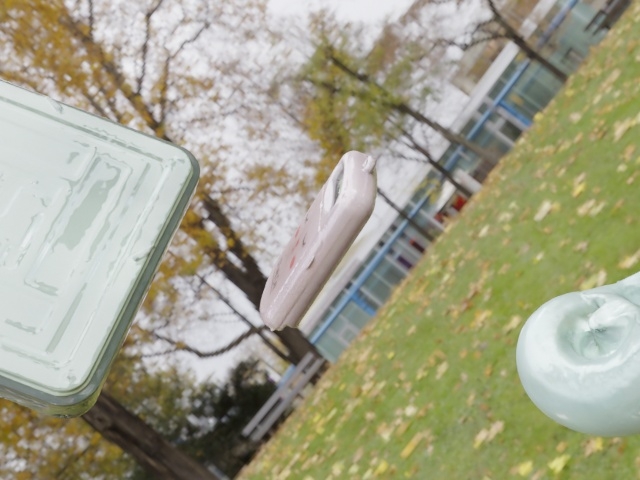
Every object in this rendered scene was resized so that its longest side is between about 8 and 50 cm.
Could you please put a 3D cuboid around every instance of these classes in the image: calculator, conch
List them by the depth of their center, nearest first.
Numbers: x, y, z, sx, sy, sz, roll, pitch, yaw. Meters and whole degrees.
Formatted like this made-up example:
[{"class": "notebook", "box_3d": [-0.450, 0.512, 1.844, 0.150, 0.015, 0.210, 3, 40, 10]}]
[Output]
[{"class": "calculator", "box_3d": [0.000, 0.000, 0.783, 0.175, 0.032, 0.100, -57, 13, 26]}, {"class": "conch", "box_3d": [0.279, 0.091, 0.830, 0.221, 0.121, 0.185, -14, 43, 58]}]

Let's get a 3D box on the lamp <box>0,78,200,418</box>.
[{"class": "lamp", "box_3d": [-0.265, -0.013, 0.775, 0.047, 0.269, 0.266, 111, 179, -55]}]
